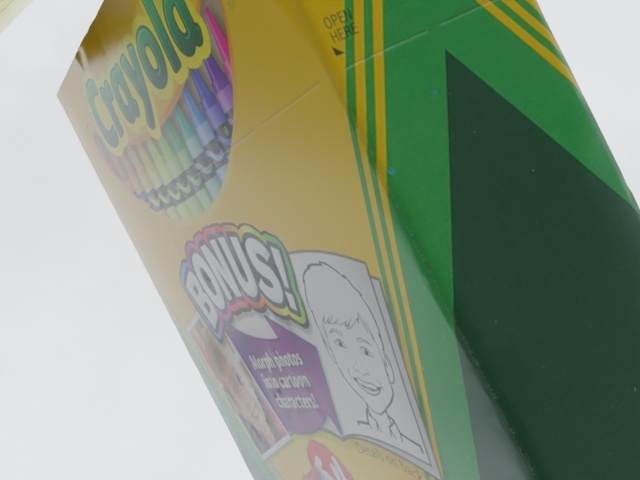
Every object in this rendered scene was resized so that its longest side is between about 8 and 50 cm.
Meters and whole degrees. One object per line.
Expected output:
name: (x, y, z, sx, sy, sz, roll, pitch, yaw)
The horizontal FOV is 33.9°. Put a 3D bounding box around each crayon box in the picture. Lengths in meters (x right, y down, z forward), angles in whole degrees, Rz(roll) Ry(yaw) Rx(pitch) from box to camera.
crayon box: (0.000, 0.000, 0.541, 0.106, 0.313, 0.363, -29, -177, -23)

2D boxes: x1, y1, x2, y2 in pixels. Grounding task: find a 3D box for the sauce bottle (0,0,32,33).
sauce bottle: (-0.310, -0.196, 0.858, 0.111, 0.111, 0.344, -13, -149, 14)
